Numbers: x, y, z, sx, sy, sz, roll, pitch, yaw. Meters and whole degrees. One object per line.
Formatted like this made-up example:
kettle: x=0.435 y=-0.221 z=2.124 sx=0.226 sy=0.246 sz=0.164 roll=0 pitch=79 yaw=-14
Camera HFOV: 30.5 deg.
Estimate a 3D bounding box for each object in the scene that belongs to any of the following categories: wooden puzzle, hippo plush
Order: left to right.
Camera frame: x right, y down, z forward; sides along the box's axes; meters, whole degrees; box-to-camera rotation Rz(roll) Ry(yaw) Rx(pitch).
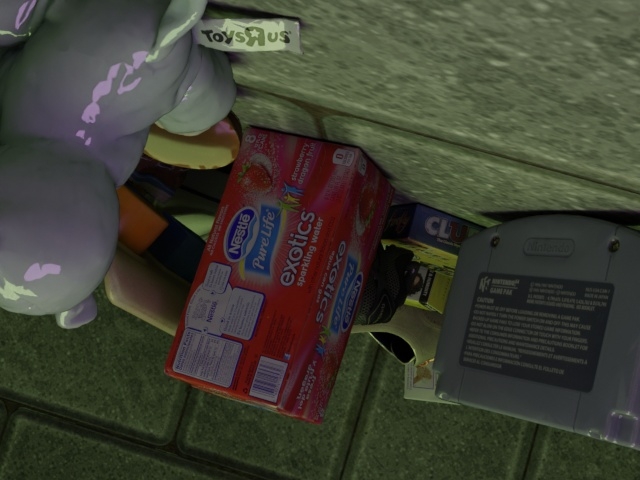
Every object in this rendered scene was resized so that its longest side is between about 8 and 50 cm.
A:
hippo plush: x=-0.168 y=-0.058 z=0.830 sx=0.294 sy=0.236 sz=0.234 roll=13 pitch=171 yaw=30
wooden puzzle: x=-0.226 y=-0.040 z=1.274 sx=0.348 sy=0.080 sz=0.322 roll=47 pitch=-179 yaw=25

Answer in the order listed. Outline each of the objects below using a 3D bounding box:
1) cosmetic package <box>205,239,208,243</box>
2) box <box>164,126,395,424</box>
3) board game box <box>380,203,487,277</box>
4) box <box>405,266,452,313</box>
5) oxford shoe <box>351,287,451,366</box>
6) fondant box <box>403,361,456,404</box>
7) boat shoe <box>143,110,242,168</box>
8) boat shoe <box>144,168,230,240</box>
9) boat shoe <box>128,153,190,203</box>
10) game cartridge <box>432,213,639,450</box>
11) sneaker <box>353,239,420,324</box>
cosmetic package: x=-0.146 y=0.030 z=1.802 sx=0.225 sy=0.138 sz=0.224 roll=16 pitch=172 yaw=15
box: x=-0.035 y=0.034 z=1.135 sx=0.128 sy=0.256 sz=0.122 roll=13 pitch=169 yaw=23
board game box: x=0.179 y=0.019 z=1.373 sx=0.243 sy=0.042 sz=0.165 roll=20 pitch=172 yaw=-19
box: x=0.061 y=0.027 z=1.538 sx=0.232 sy=0.087 sz=0.058 roll=13 pitch=170 yaw=32
oxford shoe: x=0.160 y=0.119 z=1.730 sx=0.397 sy=0.146 sz=0.140 roll=19 pitch=170 yaw=-31
fondant box: x=0.336 y=0.218 z=1.909 sx=0.330 sy=0.096 sz=0.238 roll=-1 pitch=179 yaw=39
boat shoe: x=-0.163 y=-0.125 z=1.020 sx=0.207 sy=0.073 sz=0.073 roll=20 pitch=-150 yaw=-2
boat shoe: x=-0.193 y=-0.015 z=1.503 sx=0.136 sy=0.156 sz=0.367 roll=22 pitch=171 yaw=-36
boat shoe: x=-0.186 y=-0.097 z=1.224 sx=0.066 sy=0.066 sz=0.183 roll=44 pitch=180 yaw=16
game cartridge: x=0.218 y=0.075 z=1.100 sx=0.062 sy=0.198 sz=0.297 roll=21 pitch=172 yaw=-27
sneaker: x=0.022 y=0.015 z=1.295 sx=0.130 sy=0.087 sz=0.227 roll=8 pitch=-151 yaw=-36
